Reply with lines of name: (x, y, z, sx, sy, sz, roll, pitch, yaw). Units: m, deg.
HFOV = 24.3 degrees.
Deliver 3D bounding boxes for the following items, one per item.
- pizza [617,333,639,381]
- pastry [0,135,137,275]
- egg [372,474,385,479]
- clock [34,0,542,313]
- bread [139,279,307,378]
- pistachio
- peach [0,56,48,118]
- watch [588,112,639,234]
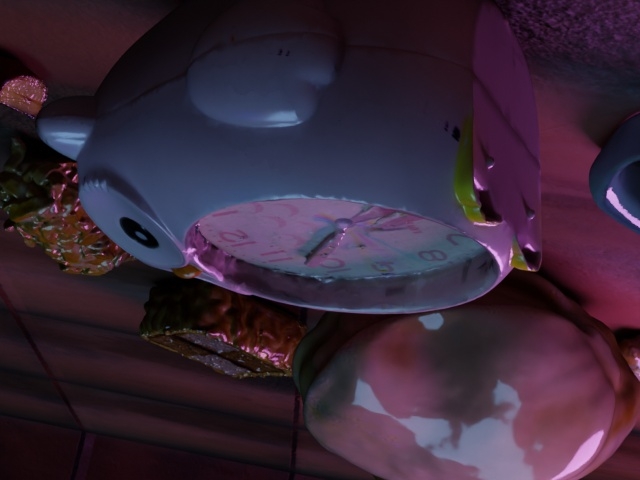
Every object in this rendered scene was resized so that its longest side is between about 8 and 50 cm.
pizza: (0.523, 0.205, 2.058, 0.297, 0.071, 0.189, 16, 160, -14)
pastry: (-0.323, -0.035, 1.816, 0.154, 0.102, 0.250, -1, 160, 24)
egg: (0.185, 0.284, 2.209, 0.250, 0.250, 0.322, 17, 170, -16)
clock: (-0.014, -0.092, 1.253, 0.376, 0.251, 0.368, -5, 157, 25)
bread: (-0.142, 0.132, 2.199, 0.222, 0.096, 0.181, 27, 156, -33)
pistachio: (0.189, 0.179, 1.864, 0.445, 0.281, 0.365, 7, 135, -9)
peach: (-0.319, -0.160, 1.535, 0.083, 0.050, 0.077, 30, 179, -21)
watch: (0.374, -0.052, 1.427, 0.237, 0.068, 0.195, 30, 152, -35)
